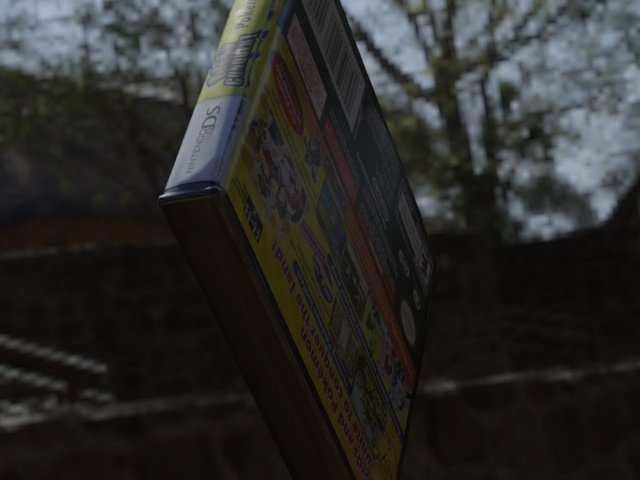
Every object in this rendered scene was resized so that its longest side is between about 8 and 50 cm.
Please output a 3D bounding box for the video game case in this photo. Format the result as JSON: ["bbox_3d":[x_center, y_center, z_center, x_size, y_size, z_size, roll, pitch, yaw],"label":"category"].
[{"bbox_3d":[0.000,0.000,1.057,0.035,0.248,0.275,-8,-51,19],"label":"video game case"}]
